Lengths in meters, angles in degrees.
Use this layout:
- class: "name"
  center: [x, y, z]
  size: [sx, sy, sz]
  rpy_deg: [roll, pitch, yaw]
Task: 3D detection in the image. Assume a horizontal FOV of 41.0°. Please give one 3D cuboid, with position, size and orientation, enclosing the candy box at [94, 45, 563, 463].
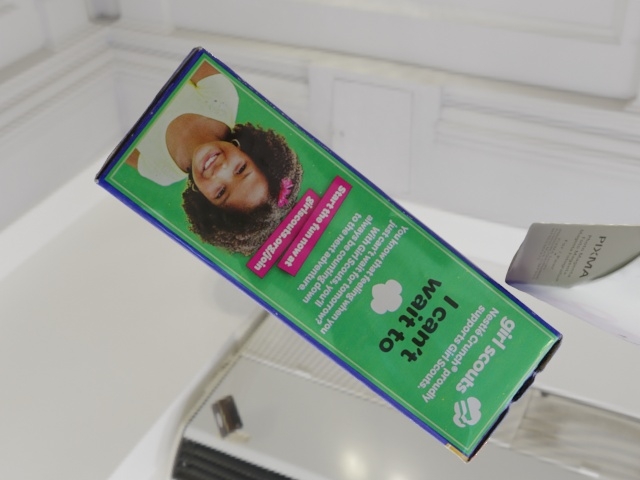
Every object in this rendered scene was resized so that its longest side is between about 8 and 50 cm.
- class: "candy box"
  center: [0.000, 0.000, 0.683]
  size: [0.317, 0.122, 0.268]
  rpy_deg: [36, -178, -8]

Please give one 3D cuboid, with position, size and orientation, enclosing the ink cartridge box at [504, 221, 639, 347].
- class: "ink cartridge box"
  center: [0.253, 0.049, 0.533]
  size: [0.189, 0.066, 0.232]
  rpy_deg: [26, 178, -16]
